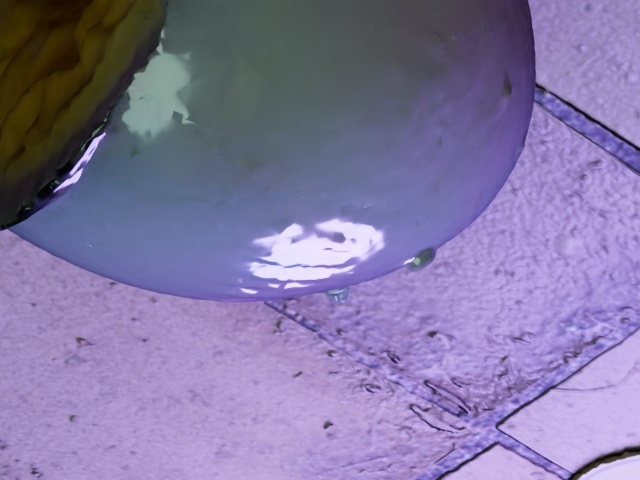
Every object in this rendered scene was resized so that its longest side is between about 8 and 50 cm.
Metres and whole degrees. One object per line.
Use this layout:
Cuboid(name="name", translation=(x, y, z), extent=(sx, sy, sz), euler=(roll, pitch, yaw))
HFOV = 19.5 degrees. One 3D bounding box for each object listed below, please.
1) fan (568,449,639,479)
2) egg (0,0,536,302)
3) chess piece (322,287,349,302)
Cuboid(name="fan", translation=(0.296, 0.278, 1.722), extent=(0.335, 0.011, 0.229), euler=(-28, 124, 32))
Cuboid(name="egg", translation=(-0.018, -0.123, 1.157), extent=(0.340, 0.354, 0.354), euler=(19, 138, -30))
Cuboid(name="chess piece", translation=(0.000, 0.000, 1.477), extent=(0.059, 0.059, 0.149), euler=(-3, 141, 15))
